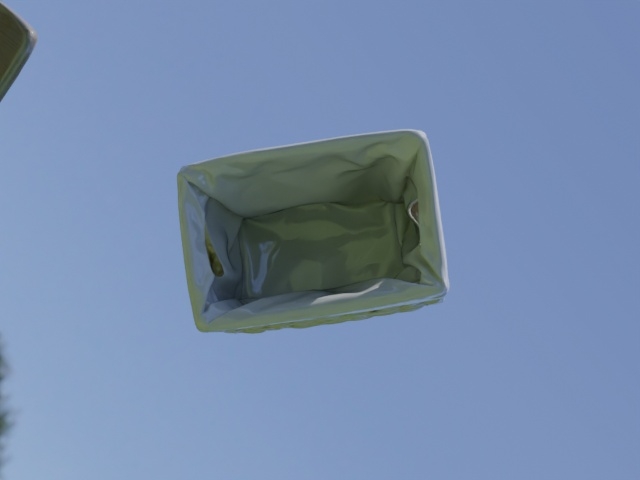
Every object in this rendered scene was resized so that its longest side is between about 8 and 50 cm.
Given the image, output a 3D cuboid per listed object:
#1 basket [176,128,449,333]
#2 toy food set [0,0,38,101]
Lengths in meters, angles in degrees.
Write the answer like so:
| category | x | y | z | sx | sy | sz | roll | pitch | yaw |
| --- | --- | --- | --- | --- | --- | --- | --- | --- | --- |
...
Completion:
| category | x | y | z | sx | sy | sz | roll | pitch | yaw |
| --- | --- | --- | --- | --- | --- | --- | --- | --- | --- |
| basket | 0.000 | 0.000 | 1.291 | 0.103 | 0.167 | 0.113 | 47 | 35 | -77 |
| toy food set | -0.343 | -0.100 | 1.102 | 0.306 | 0.219 | 0.092 | 30 | 10 | -30 |
